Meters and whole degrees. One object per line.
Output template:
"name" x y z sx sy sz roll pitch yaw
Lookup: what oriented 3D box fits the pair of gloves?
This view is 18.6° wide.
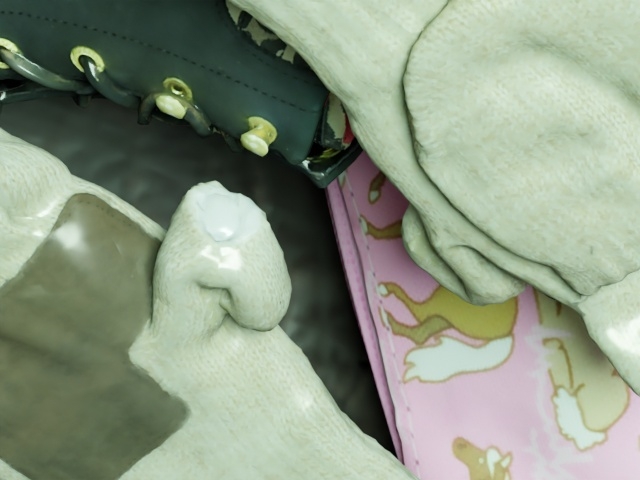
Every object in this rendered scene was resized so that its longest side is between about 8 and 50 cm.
"pair of gloves" 0.000 0.000 0.487 0.204 0.240 0.042 34 31 -23

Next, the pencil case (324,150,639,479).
"pencil case" 0.085 0.010 0.608 0.160 0.167 0.386 -14 89 -52

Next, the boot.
"boot" -0.082 -0.045 0.530 0.179 0.085 0.236 27 93 15
